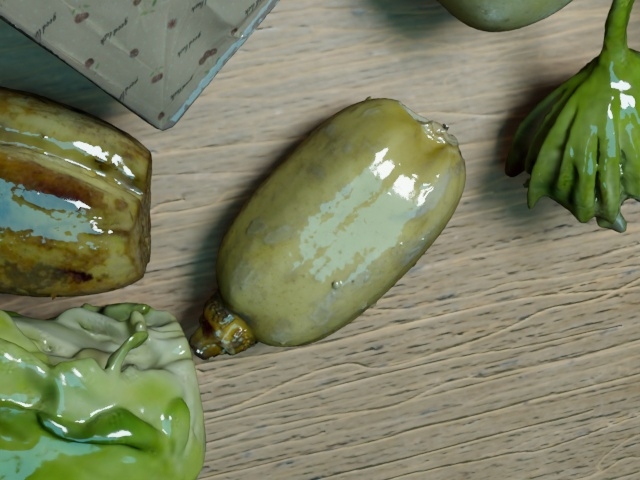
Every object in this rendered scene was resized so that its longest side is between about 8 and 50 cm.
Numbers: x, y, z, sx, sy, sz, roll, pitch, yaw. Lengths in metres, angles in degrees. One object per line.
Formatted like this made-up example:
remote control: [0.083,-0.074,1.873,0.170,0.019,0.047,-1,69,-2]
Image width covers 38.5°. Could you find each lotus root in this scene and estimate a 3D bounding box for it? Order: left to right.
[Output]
lotus root: [-0.289,-0.049,0.829,0.291,0.193,0.193,8,105,-15]
lotus root: [0.000,0.000,0.937,0.169,0.151,0.343,44,98,-7]

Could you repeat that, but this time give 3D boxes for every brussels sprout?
brussels sprout: [-0.294,0.185,0.849,0.371,0.276,0.315,-3,107,-10]

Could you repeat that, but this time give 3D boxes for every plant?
plant: [0.278,-0.182,0.910,0.251,0.180,0.333,-32,124,-10]

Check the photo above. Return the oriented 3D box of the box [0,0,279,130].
box: [-0.172,-0.259,0.703,0.190,0.297,0.225,43,94,22]

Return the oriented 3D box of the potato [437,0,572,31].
potato: [0.145,-0.357,0.807,0.221,0.243,0.326,-39,107,-29]
